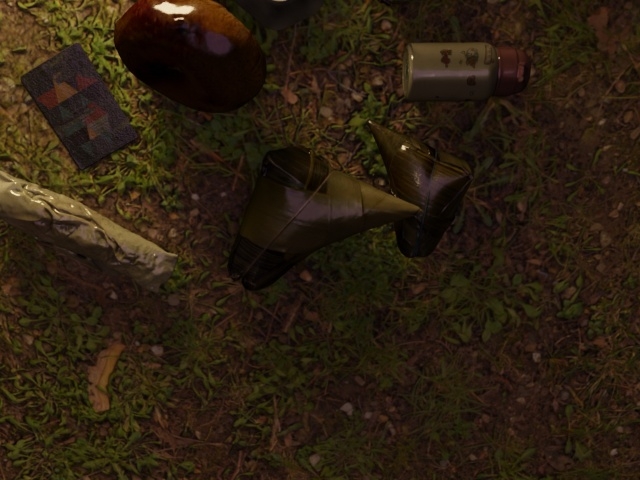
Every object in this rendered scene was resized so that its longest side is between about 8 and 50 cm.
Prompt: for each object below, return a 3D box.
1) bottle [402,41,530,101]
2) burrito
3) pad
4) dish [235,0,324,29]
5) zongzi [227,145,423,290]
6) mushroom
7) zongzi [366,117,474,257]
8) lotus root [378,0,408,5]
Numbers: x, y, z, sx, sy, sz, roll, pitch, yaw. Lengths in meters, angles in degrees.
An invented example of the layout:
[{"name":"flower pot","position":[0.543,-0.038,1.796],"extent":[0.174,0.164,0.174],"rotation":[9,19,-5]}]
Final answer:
[{"name":"bottle","position":[0.275,-0.317,1.331],"extent":[0.233,0.110,0.110],"rotation":[-1,108,-2]},{"name":"burrito","position":[-0.481,-0.011,1.426],"extent":[0.392,0.076,0.117],"rotation":[27,106,-10]},{"name":"pad","position":[-0.471,-0.259,1.385],"extent":[0.142,0.003,0.211],"rotation":[-29,106,7]},{"name":"dish","position":[-0.075,-0.482,1.291],"extent":[0.190,0.066,0.191],"rotation":[-1,107,-2]},{"name":"zongzi","position":[0.000,0.000,1.380],"extent":[0.317,0.154,0.289],"rotation":[24,109,7]},{"name":"mushroom","position":[-0.209,-0.345,1.273],"extent":[0.254,0.267,0.267],"rotation":[-37,107,-21]},{"name":"zongzi","position":[0.157,-0.096,1.402],"extent":[0.242,0.112,0.221],"rotation":[25,106,-1]},{"name":"lotus root","position":[0.151,-0.500,1.291],"extent":[0.144,0.070,0.143],"rotation":[-34,111,5]}]
